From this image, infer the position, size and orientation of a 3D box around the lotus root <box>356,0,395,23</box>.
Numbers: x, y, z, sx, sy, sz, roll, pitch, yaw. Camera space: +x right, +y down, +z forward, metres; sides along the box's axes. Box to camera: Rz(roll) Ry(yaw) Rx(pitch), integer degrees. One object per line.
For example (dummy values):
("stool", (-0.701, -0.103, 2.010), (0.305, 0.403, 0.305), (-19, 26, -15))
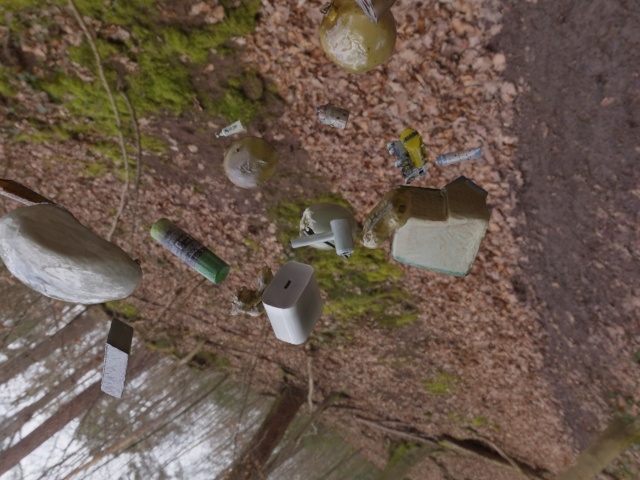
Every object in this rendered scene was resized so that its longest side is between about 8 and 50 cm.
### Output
("lotus root", (0.148, -0.781, 1.348), (0.272, 0.192, 0.272), (52, -175, -6))

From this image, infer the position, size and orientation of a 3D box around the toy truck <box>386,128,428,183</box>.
("toy truck", (0.314, -0.291, 1.657), (0.098, 0.114, 0.227), (63, -171, 24))

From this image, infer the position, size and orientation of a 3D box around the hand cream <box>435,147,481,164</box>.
("hand cream", (0.530, -0.321, 1.834), (0.065, 0.170, 0.043), (46, -139, -61))

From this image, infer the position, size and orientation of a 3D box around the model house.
("model house", (0.505, -0.089, 2.103), (0.343, 0.381, 0.335), (-79, -3, -50))

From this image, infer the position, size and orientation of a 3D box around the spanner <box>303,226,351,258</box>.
("spanner", (0.033, 0.012, 2.189), (0.254, 0.015, 0.054), (31, -147, -10))

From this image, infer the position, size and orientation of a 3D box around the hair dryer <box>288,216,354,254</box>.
("hair dryer", (0.000, 0.000, 1.745), (0.073, 0.236, 0.131), (87, 173, -78))

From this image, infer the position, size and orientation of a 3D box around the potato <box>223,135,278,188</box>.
("potato", (-0.336, -0.339, 2.190), (0.239, 0.299, 0.116), (39, -142, -18))

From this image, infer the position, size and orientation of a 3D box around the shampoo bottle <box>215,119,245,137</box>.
("shampoo bottle", (-0.428, -0.519, 2.246), (0.034, 0.141, 0.049), (-100, -15, -55))

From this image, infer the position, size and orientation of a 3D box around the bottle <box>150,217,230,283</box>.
("bottle", (-0.484, 0.037, 1.768), (0.330, 0.093, 0.093), (34, 169, 17))

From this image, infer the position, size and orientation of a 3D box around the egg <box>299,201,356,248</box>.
("egg", (0.053, -0.084, 2.778), (0.335, 0.279, 0.278), (5, -160, -27))

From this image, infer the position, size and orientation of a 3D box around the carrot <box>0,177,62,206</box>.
("carrot", (-1.179, -0.171, 1.932), (0.260, 0.070, 0.070), (34, -174, -37))

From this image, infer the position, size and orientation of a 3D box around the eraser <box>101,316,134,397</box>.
("eraser", (-0.701, 0.412, 1.643), (0.111, 0.077, 0.353), (-99, 26, -44))

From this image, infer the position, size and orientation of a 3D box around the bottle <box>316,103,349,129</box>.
("bottle", (0.049, -0.567, 2.165), (0.152, 0.099, 0.099), (14, 178, -7))

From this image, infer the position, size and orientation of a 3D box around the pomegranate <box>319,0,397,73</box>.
("pomegranate", (0.133, -0.802, 1.817), (0.319, 0.319, 0.319), (51, 174, 7))

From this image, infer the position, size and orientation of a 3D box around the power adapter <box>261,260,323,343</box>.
("power adapter", (-0.079, 0.220, 1.543), (0.124, 0.187, 0.255), (13, 139, 25))

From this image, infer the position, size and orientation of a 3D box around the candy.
("candy", (-0.726, 0.072, 1.353), (0.386, 0.186, 0.426), (35, 149, -22))

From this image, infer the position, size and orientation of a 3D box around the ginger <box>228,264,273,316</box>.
("ginger", (-0.245, 0.187, 1.720), (0.132, 0.214, 0.059), (16, -169, -17))

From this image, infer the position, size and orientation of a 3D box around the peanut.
("peanut", (0.224, -0.072, 1.614), (0.120, 0.236, 0.110), (30, -169, -25))
